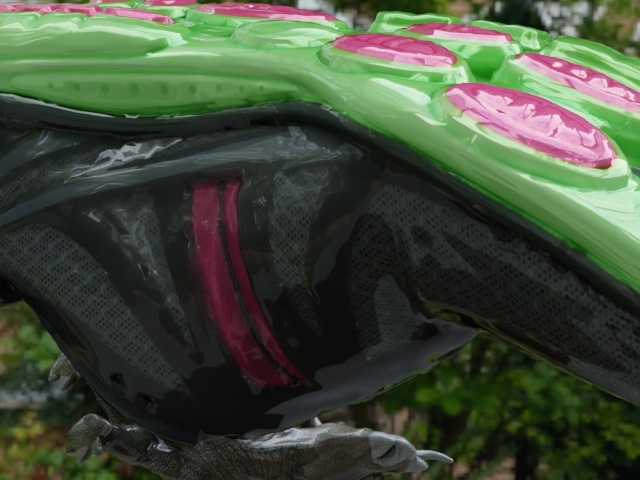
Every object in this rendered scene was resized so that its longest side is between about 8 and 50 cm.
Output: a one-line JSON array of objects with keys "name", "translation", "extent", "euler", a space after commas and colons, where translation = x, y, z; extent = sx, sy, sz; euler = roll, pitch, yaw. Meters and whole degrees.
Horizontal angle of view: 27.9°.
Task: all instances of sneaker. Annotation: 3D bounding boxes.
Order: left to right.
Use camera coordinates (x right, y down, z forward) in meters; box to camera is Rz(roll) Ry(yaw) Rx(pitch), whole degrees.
[{"name": "sneaker", "translation": [0.000, 0.000, 0.585], "extent": [0.483, 0.202, 0.185], "euler": [14, 21, 39]}]

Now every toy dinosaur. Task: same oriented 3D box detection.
[{"name": "toy dinosaur", "translation": [-0.080, 0.097, 0.791], "extent": [0.160, 0.121, 0.313], "euler": [40, -9, -38]}]
